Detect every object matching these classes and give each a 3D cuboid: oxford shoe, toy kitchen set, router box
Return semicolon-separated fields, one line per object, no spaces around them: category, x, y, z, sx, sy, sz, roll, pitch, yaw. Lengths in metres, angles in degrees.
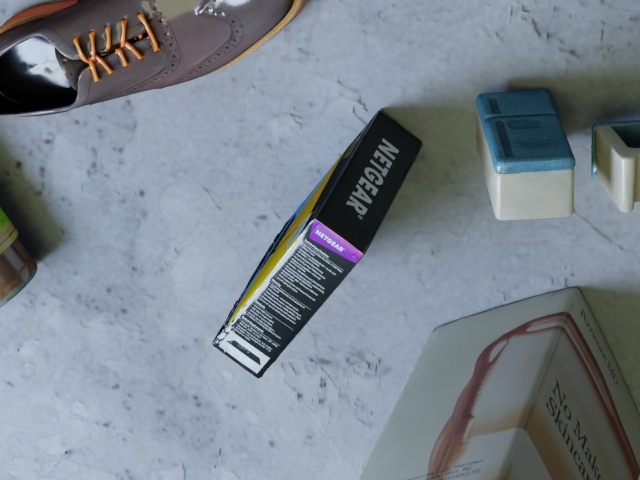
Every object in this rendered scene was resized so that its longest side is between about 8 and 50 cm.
oxford shoe;-0.135;-0.139;1.385;0.271;0.098;0.097;-18;109;26
toy kitchen set;0.212;-0.117;1.288;0.207;0.122;0.166;-3;117;-2
router box;0.000;0.000;1.363;0.046;0.179;0.133;37;121;-5

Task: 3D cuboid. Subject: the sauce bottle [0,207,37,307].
sauce bottle;-0.355;-0.084;1.483;0.111;0.111;0.344;-27;106;29

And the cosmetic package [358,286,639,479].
cosmetic package;0.125;0.174;1.342;0.129;0.296;0.153;-19;110;26
